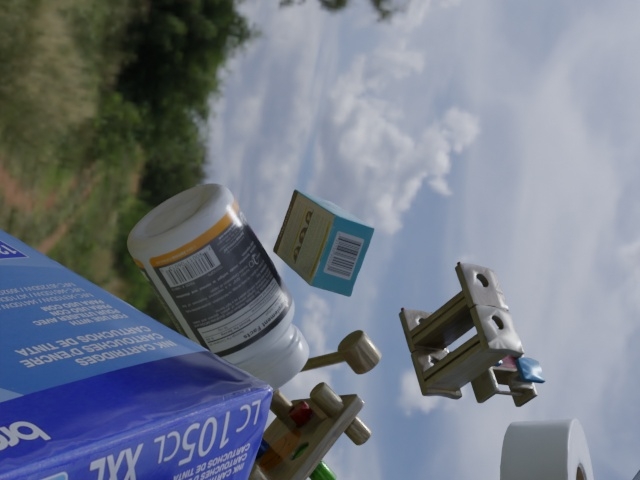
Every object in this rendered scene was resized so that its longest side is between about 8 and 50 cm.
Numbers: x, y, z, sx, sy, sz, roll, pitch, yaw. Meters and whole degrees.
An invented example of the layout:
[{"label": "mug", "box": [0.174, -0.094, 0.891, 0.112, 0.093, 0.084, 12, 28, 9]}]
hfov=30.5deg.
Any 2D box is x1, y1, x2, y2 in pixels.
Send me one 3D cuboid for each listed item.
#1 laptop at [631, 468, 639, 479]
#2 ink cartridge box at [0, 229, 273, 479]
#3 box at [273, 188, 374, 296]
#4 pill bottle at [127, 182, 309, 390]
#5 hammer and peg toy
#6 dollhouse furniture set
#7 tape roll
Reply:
[{"label": "laptop", "box": [0.449, 0.391, 1.513, 0.234, 0.137, 0.264, 95, -18, -69]}, {"label": "ink cartridge box", "box": [-0.220, 0.111, 0.664, 0.270, 0.395, 0.151, -11, 123, -56]}, {"label": "box", "box": [0.000, 0.000, 1.623, 0.244, 0.060, 0.100, -142, -109, -73]}, {"label": "pill bottle", "box": [-0.135, 0.073, 1.627, 0.278, 0.162, 0.162, 61, 3, -23]}, {"label": "hammer and peg toy", "box": [-0.033, 0.327, 2.001, 0.361, 0.127, 0.266, -49, -165, -28]}, {"label": "dollhouse furniture set", "box": [0.222, 0.126, 1.533, 0.129, 0.184, 0.129, -42, -130, 38]}, {"label": "tape roll", "box": [0.344, 0.408, 1.740, 0.286, 0.100, 0.286, -6, 90, -70]}]
